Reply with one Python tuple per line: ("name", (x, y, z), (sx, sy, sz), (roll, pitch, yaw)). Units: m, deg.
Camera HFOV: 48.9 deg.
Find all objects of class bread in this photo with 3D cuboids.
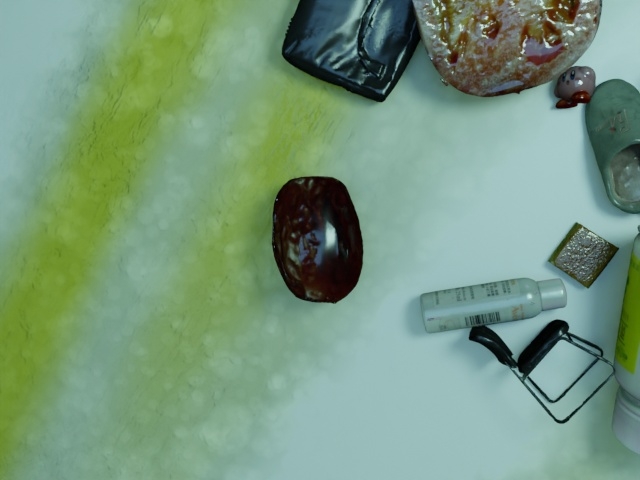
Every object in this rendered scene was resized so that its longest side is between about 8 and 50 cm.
("bread", (0.493, 0.027, 1.321), (0.090, 0.035, 0.094), (35, 100, 6))

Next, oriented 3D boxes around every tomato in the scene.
("tomato", (0.325, -0.427, 1.244), (0.338, 0.144, 0.339), (4, 113, 10))

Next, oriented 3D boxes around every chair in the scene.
("chair", (0.403, 0.201, 1.305), (0.221, 0.140, 0.145), (41, 101, 8))

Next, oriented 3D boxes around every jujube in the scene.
("jujube", (0.000, 0.000, 1.342), (0.183, 0.183, 0.243), (-3, 87, 11))

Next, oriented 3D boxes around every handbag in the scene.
("handbag", (0.076, -0.424, 1.338), (0.244, 0.088, 0.275), (24, 96, 5))

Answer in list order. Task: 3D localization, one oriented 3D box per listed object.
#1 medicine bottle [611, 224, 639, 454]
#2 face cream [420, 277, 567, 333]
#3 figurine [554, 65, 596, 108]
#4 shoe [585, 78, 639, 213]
("medicine bottle", (0.620, 0.172, 1.197), (0.213, 0.213, 0.379), (5, 107, 10))
("face cream", (0.328, 0.119, 1.337), (0.268, 0.082, 0.082), (-10, 93, 13))
("figurine", (0.464, -0.281, 1.285), (0.066, 0.083, 0.071), (2, 85, -32))
("shoe", (0.541, -0.172, 1.253), (0.103, 0.100, 0.251), (-14, 84, 18))
